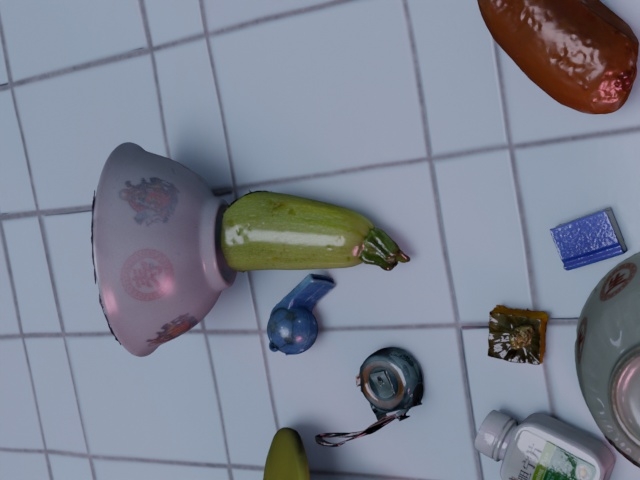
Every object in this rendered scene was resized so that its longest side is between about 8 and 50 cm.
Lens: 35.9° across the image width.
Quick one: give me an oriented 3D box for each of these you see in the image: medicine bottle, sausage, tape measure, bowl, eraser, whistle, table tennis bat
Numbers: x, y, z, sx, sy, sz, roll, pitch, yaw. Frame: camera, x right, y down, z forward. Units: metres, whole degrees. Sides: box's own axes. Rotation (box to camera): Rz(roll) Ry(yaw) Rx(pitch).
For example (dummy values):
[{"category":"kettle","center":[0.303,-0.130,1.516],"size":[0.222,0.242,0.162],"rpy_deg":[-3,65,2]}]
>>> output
[{"category":"medicine bottle","center":[0.312,0.309,1.395],"size":[0.183,0.069,0.119],"rpy_deg":[26,117,28]},{"category":"sausage","center":[0.292,-0.265,1.239],"size":[0.258,0.133,0.133],"rpy_deg":[50,123,13]},{"category":"tape measure","center":[0.070,0.234,1.485],"size":[0.104,0.180,0.107],"rpy_deg":[-24,88,52]},{"category":"bowl","center":[-0.223,0.009,1.573],"size":[0.157,0.345,0.345],"rpy_deg":[-4,100,10]},{"category":"bowl","center":[0.450,0.179,1.218],"size":[0.337,0.157,0.337],"rpy_deg":[9,106,33]},{"category":"eraser","center":[0.357,-0.001,1.316],"size":[0.084,0.027,0.063],"rpy_deg":[-22,90,35]},{"category":"whistle","center":[-0.034,0.131,1.578],"size":[0.158,0.090,0.090],"rpy_deg":[-43,76,32]},{"category":"table tennis bat","center":[-0.071,0.474,1.657],"size":[0.224,0.054,0.369],"rpy_deg":[-107,27,-48]}]

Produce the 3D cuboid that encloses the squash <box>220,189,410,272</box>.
[{"category":"squash","center":[0.000,-0.016,1.517],"size":[0.287,0.137,0.137],"rpy_deg":[-1,101,23]}]

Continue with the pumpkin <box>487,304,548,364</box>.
[{"category":"pumpkin","center":[0.277,0.134,1.387],"size":[0.083,0.054,0.074],"rpy_deg":[7,109,28]}]
